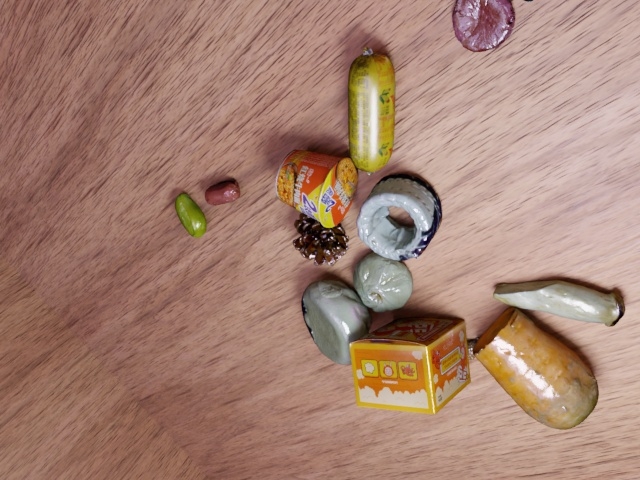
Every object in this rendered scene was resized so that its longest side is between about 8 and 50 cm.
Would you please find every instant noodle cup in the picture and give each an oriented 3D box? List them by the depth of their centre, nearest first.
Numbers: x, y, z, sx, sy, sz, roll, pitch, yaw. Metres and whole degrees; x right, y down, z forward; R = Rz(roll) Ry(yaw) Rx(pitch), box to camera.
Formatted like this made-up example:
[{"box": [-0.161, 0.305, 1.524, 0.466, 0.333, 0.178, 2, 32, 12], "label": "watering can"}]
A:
[{"box": [-0.015, -0.162, 1.679, 0.174, 0.213, 0.213, 22, 129, 26], "label": "instant noodle cup"}]

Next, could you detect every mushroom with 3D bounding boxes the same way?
[{"box": [0.643, 0.158, 1.590, 0.333, 0.087, 0.107, 13, 126, 24], "label": "mushroom"}]

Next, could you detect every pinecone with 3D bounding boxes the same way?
[{"box": [0.002, -0.003, 1.780, 0.179, 0.195, 0.150, 34, 90, -24], "label": "pinecone"}]

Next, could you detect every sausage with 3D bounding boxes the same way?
[{"box": [0.133, -0.326, 1.527, 0.123, 0.123, 0.347, 12, 125, 22], "label": "sausage"}, {"box": [-0.322, -0.155, 1.925, 0.141, 0.076, 0.076, -10, 115, 32], "label": "sausage"}]

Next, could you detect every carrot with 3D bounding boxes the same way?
[{"box": [0.609, 0.366, 1.657, 0.340, 0.224, 0.224, 41, 131, 5], "label": "carrot"}]

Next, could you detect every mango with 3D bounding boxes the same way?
[{"box": [-0.448, -0.090, 2.041, 0.091, 0.074, 0.165, -14, 101, 40], "label": "mango"}]

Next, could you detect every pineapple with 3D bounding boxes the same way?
[{"box": [0.492, 0.317, 1.807, 0.058, 0.058, 0.124, 42, 117, -2], "label": "pineapple"}]

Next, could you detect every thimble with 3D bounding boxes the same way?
[{"box": [0.215, -0.063, 1.638, 0.237, 0.150, 0.238, 15, 127, 21], "label": "thimble"}]

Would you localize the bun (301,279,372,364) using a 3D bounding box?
[{"box": [0.074, 0.249, 1.901, 0.293, 0.187, 0.293, 45, 151, 33], "label": "bun"}]

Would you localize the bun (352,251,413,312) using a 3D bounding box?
[{"box": [0.186, 0.134, 1.807, 0.195, 0.118, 0.196, 16, 125, 24], "label": "bun"}]

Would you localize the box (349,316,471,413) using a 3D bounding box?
[{"box": [0.274, 0.363, 1.760, 0.259, 0.283, 0.214, -6, 95, 35], "label": "box"}]

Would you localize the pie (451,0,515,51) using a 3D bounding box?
[{"box": [0.368, -0.506, 1.334, 0.153, 0.038, 0.154, 14, 124, 22], "label": "pie"}]
